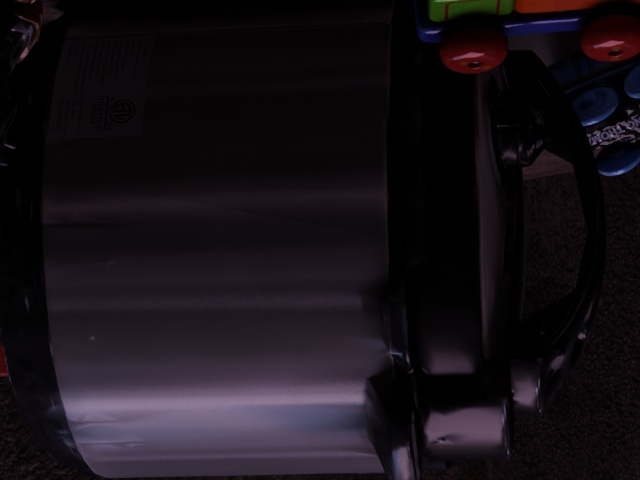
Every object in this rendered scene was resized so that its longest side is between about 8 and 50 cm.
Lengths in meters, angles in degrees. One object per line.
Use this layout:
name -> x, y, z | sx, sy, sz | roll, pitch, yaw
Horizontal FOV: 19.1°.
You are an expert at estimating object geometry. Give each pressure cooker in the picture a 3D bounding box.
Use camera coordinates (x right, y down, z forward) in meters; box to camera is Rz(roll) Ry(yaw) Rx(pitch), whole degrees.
pressure cooker -> -0.001, -0.003, 1.404 | 0.420, 0.370, 0.375 | -3, -178, 7

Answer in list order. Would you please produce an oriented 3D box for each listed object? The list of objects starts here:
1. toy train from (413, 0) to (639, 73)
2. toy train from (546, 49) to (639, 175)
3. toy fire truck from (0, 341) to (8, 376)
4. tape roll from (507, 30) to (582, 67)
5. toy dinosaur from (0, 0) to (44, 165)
toy train -> 0.179, -0.178, 1.128 | 0.248, 0.105, 0.143 | -5, 164, 1
toy train -> 0.265, -0.123, 1.498 | 0.184, 0.080, 0.105 | -23, -147, 16
toy fire truck -> -0.316, -0.022, 1.619 | 0.254, 0.302, 0.169 | -5, -153, 14
tape roll -> 0.209, -0.163, 1.746 | 0.392, 0.072, 0.392 | -5, 178, 0
toy dinosaur -> -0.229, -0.122, 1.080 | 0.164, 0.218, 0.322 | 30, 133, -10
